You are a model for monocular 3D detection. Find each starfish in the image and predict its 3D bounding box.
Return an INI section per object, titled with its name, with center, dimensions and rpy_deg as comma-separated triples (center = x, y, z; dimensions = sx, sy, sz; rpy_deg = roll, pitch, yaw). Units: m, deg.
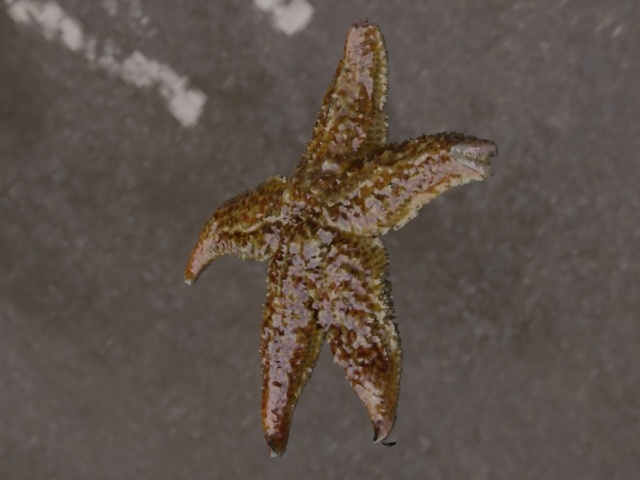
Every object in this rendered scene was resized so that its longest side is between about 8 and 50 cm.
[starfish]
center = -0.001, 0.000, 0.985
dimensions = 0.043, 0.227, 0.240
rpy_deg = 16, 161, -37
